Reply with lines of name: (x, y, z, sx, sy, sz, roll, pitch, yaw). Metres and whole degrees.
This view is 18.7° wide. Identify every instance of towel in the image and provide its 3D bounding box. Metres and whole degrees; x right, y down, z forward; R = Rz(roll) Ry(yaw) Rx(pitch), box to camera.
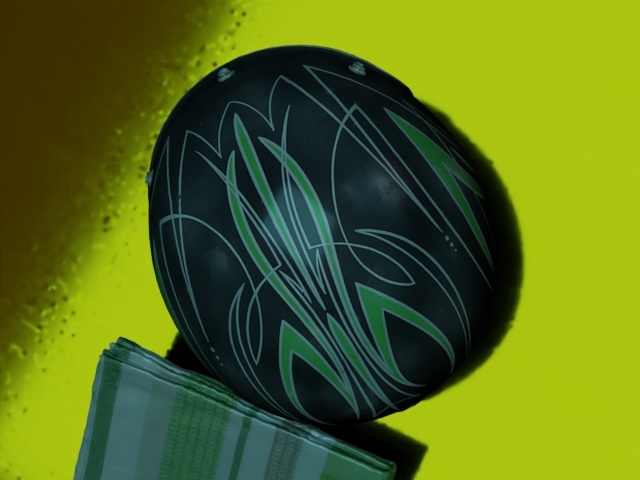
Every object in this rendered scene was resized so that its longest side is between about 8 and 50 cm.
towel: (-0.044, 0.116, 0.948, 0.152, 0.023, 0.113, 23, 129, 8)

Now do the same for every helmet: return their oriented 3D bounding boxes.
helmet: (0.000, 0.000, 0.888, 0.169, 0.161, 0.169, -2, 81, 12)
